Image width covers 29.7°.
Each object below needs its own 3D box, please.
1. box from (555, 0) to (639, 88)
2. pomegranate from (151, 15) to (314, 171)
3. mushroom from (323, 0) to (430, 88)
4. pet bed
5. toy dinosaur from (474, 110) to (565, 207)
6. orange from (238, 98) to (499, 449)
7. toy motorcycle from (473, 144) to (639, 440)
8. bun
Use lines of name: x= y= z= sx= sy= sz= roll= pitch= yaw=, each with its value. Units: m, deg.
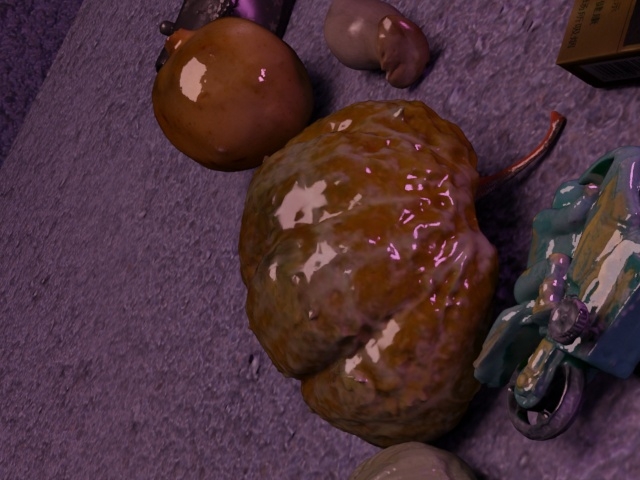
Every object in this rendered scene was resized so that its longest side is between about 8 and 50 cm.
box: x=0.332 y=-0.229 z=1.085 sx=0.240 sy=0.071 sz=0.159 roll=0 pitch=66 yaw=59
pomegranate: x=-0.123 y=-0.201 z=1.693 sx=0.233 sy=0.233 sz=0.233 roll=-39 pitch=38 yaw=40
mushroom: x=0.066 y=-0.258 z=1.541 sx=0.212 sy=0.088 sz=0.097 roll=40 pitch=114 yaw=54
pet bed: x=-0.165 y=-0.343 z=1.921 sx=0.183 sy=0.159 sz=0.211 roll=5 pitch=74 yaw=61
toy dinosaur: x=0.146 y=-0.054 z=1.294 sx=0.279 sy=0.055 sz=0.101 roll=-49 pitch=42 yaw=26
orange: x=0.034 y=0.018 z=1.203 sx=0.271 sy=0.210 sz=0.369 roll=-34 pitch=53 yaw=35
toy motorcycle: x=0.232 y=0.024 z=1.033 sx=0.297 sy=0.109 sz=0.198 roll=-58 pitch=27 yaw=12
bun: x=0.065 y=0.280 z=1.110 sx=0.195 sy=0.118 sz=0.196 roll=-36 pitch=45 yaw=46
